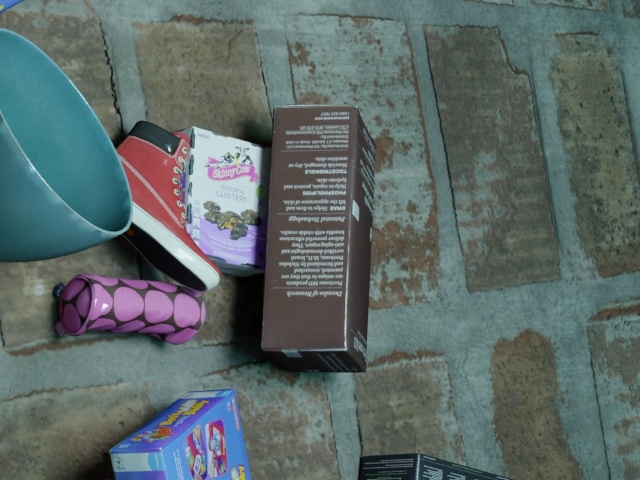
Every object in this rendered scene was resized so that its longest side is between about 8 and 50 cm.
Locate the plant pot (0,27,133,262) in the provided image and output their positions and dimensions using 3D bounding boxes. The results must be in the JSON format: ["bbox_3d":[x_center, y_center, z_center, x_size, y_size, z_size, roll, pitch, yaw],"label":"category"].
[{"bbox_3d":[-0.396,-0.087,1.801,0.290,0.195,0.290,55,14,-21],"label":"plant pot"}]

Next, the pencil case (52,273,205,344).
[{"bbox_3d":[-0.264,0.100,2.044,0.209,0.098,0.095,10,29,-42],"label":"pencil case"}]

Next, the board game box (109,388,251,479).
[{"bbox_3d":[-0.166,0.403,1.988,0.233,0.078,0.347,-32,115,-65],"label":"board game box"}]

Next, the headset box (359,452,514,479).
[{"bbox_3d":[0.180,0.504,2.359,0.246,0.131,0.283,20,68,-40],"label":"headset box"}]

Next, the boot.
[{"bbox_3d":[-0.202,-0.056,2.079,0.244,0.088,0.176,43,61,-1],"label":"boot"}]

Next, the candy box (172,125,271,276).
[{"bbox_3d":[-0.154,-0.056,2.195,0.165,0.070,0.196,12,73,-42],"label":"candy box"}]

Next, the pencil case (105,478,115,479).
[{"bbox_3d":[-0.261,0.426,1.976,0.086,0.088,0.206,17,70,-38],"label":"pencil case"}]

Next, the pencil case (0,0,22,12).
[{"bbox_3d":[-0.469,-0.342,1.913,0.306,0.119,0.133,-40,133,-42],"label":"pencil case"}]

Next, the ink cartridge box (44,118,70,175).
[{"bbox_3d":[-0.356,-0.109,1.986,0.062,0.104,0.181,-25,98,-45],"label":"ink cartridge box"}]

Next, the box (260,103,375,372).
[{"bbox_3d":[0.000,0.000,2.235,0.191,0.143,0.381,53,39,-72],"label":"box"}]
